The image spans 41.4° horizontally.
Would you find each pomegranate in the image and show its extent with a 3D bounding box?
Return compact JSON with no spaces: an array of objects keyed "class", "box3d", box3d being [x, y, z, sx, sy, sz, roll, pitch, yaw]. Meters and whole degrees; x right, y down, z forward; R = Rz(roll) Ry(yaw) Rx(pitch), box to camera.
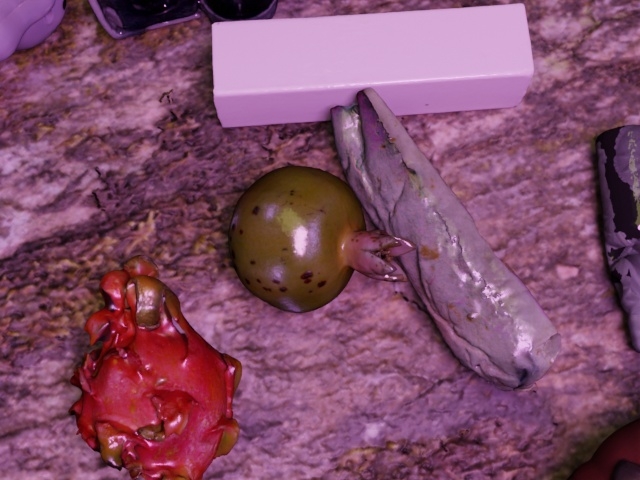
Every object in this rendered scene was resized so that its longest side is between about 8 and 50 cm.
[{"class":"pomegranate","box3d":[0.000,-0.007,0.742,0.159,0.129,0.129,-12,74,14]}]

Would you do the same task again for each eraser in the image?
[{"class":"eraser","box3d":[0.047,-0.168,0.820,0.298,0.076,0.078,-4,73,-2]}]

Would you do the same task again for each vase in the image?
[{"class":"vase","box3d":[0.292,0.000,0.779,0.060,0.060,0.211,-1,74,0]}]

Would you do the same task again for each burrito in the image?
[{"class":"burrito","box3d":[0.101,0.000,0.758,0.066,0.096,0.309,-22,72,-34]}]

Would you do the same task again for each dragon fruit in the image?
[{"class":"dragon fruit","box3d":[-0.143,0.112,0.710,0.150,0.133,0.207,-12,78,1]}]

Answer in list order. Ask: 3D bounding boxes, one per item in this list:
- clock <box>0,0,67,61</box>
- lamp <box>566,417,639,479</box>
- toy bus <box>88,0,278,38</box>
[{"class":"clock","box3d":[-0.346,-0.205,0.794,0.189,0.189,0.254,37,71,10]},{"class":"lamp","box3d":[0.300,0.264,0.597,0.303,0.257,0.303,-21,54,32]},{"class":"toy bus","box3d":[-0.030,-0.372,0.809,0.440,0.209,0.249,-15,74,-4]}]
